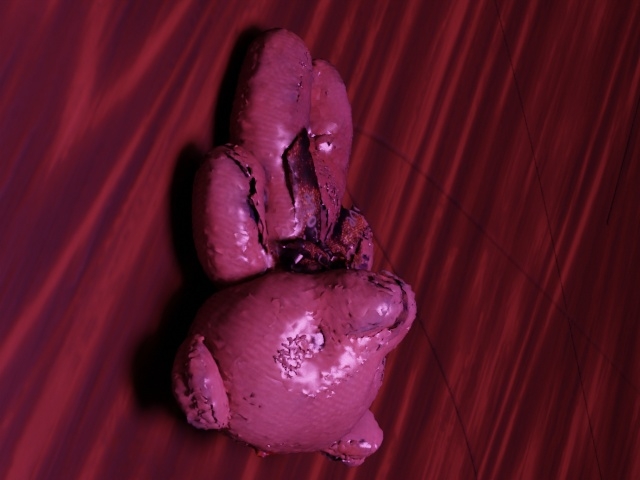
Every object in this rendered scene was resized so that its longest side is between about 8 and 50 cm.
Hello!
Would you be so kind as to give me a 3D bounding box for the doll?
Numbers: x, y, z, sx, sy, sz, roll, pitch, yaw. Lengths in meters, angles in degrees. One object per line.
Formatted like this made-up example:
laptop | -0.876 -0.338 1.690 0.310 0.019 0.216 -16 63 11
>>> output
doll | 0.000 0.000 1.073 0.201 0.156 0.303 21 70 -50
